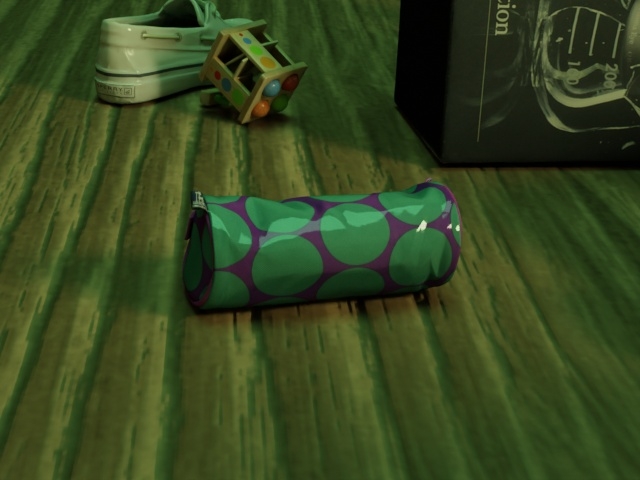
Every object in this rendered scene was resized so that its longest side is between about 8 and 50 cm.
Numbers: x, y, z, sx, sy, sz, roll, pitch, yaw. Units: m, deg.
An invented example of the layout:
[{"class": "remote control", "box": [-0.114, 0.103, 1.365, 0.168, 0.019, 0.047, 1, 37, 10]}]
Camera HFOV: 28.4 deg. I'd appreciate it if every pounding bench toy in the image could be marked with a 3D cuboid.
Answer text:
[{"class": "pounding bench toy", "box": [-0.059, -0.125, 1.035, 0.052, 0.083, 0.065, -25, 66, -44]}]

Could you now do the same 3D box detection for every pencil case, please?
[{"class": "pencil case", "box": [0.000, 0.000, 0.711, 0.152, 0.064, 0.070, -3, 48, -15]}]

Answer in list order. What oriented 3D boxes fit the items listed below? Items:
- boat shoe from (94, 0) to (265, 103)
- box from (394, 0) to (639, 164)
[{"class": "boat shoe", "box": [-0.113, -0.180, 1.124, 0.083, 0.075, 0.226, 13, 24, 23]}, {"class": "box", "box": [0.234, -0.245, 0.971, 0.313, 0.343, 0.179, -2, 21, -9]}]
